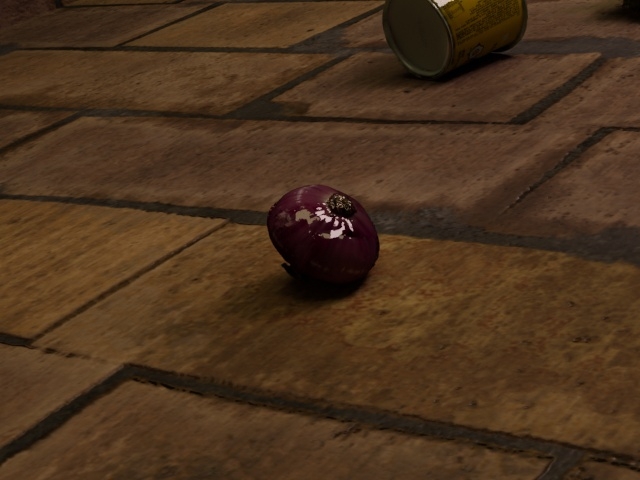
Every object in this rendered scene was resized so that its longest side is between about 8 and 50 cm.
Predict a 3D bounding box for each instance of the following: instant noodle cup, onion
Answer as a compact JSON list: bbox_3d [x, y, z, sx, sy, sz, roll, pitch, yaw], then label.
[{"bbox_3d":[0.184,-0.326,1.942,0.144,0.182,0.182,-34,30,-30],"label":"instant noodle cup"},{"bbox_3d":[0.000,0.000,1.307,0.104,0.115,0.115,-51,4,27],"label":"onion"}]

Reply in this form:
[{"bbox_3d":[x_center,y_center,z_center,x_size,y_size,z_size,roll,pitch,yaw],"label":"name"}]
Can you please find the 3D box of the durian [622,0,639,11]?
[{"bbox_3d":[0.509,-0.428,2.046,0.146,0.159,0.198,-27,29,-11],"label":"durian"}]
